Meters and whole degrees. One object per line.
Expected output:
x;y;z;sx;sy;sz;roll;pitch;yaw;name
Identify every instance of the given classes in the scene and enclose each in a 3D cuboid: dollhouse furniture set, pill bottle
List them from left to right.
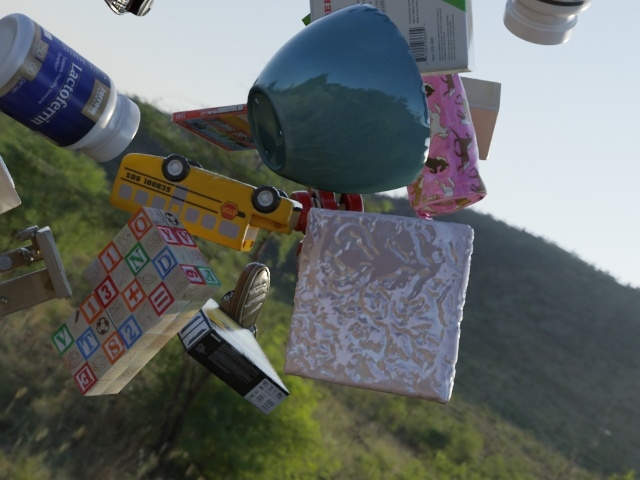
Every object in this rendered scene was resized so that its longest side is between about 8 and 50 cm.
-0.497;0.057;1.508;0.151;0.123;0.144;-157;-130;-68;dollhouse furniture set
-0.441;-0.247;1.508;0.153;0.153;0.264;27;-5;45;pill bottle
0.538;-0.636;2.011;0.210;0.210;0.363;30;-42;20;pill bottle

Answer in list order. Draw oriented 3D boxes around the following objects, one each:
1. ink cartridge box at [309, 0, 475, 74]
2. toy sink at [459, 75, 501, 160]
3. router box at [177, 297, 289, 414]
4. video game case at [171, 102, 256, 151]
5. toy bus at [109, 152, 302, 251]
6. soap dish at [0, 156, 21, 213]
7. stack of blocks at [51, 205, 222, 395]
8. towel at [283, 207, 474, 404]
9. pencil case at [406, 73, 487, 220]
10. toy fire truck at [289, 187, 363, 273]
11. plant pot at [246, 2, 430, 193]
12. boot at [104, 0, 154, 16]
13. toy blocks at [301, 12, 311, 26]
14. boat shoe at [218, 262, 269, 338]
0.136;-0.411;1.683;0.289;0.211;0.121;-1;7;16;ink cartridge box
0.302;-0.305;2.151;0.234;0.131;0.153;9;-45;5;toy sink
-0.224;0.233;2.053;0.309;0.081;0.243;48;2;-41;router box
-0.148;-0.243;1.931;0.285;0.025;0.204;-2;-15;32;video game case
-0.209;-0.072;1.664;0.332;0.130;0.108;19;1;8;toy bus
-0.737;-0.127;1.658;0.290;0.118;0.229;-6;-53;12;soap dish
-0.326;0.106;1.531;0.171;0.297;0.087;53;21;23;stack of blocks
0.107;0.114;1.663;0.316;0.332;0.053;7;-13;11;towel
0.235;-0.241;1.926;0.160;0.386;0.167;-9;-11;-26;pencil case
0.000;0.000;2.265;0.169;0.302;0.254;-4;-13;-18;toy fire truck
0.004;-0.193;1.357;0.290;0.195;0.290;48;-32;43;plant pot
-0.464;-0.559;2.001;0.106;0.082;0.219;32;9;10;boot
0.118;-0.499;2.050;0.260;0.381;0.191;-22;-71;42;toy blocks
-0.218;0.177;2.322;0.104;0.307;0.110;32;32;25;boat shoe
